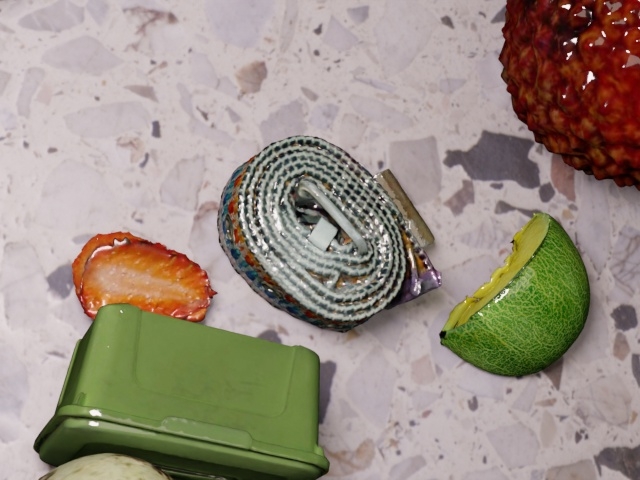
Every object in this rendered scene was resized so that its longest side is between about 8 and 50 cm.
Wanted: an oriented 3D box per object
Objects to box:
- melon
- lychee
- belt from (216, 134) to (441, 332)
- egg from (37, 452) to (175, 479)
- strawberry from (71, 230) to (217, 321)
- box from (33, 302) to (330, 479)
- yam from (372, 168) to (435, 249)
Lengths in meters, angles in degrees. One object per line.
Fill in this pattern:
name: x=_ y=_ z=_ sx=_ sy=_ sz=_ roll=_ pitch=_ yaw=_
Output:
melon: x=0.322 y=0.093 z=1.747 sx=0.169 sy=0.129 sz=0.265 roll=45 pitch=68 yaw=-10
lychee: x=0.468 y=-0.263 z=1.726 sx=0.424 sy=0.425 sz=0.500 roll=-42 pitch=139 yaw=-22
belt: x=0.000 y=0.000 z=1.625 sx=0.207 sy=0.160 sz=0.295 roll=-39 pitch=94 yaw=-22
egg: x=-0.253 y=0.420 z=1.362 sx=0.288 sy=0.287 sz=0.379 roll=16 pitch=111 yaw=-17
strawberry: x=-0.236 y=0.056 z=1.580 sx=0.188 sy=0.082 sz=0.121 roll=18 pitch=94 yaw=-26
box: x=-0.166 y=0.204 z=1.485 sx=0.329 sy=0.253 sz=0.177 roll=14 pitch=66 yaw=-18
yam: x=0.110 y=-0.042 z=1.734 sx=0.054 sy=0.054 sz=0.132 roll=-34 pitch=91 yaw=-23
